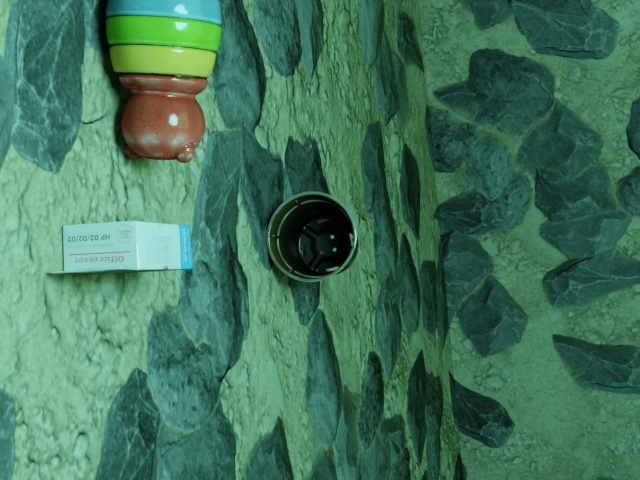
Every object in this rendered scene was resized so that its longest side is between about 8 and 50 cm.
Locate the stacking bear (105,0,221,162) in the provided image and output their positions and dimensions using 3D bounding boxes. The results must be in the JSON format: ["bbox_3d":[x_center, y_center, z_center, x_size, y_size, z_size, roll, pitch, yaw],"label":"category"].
[{"bbox_3d":[-0.208,-0.250,1.340,0.164,0.176,0.288,-18,112,-73],"label":"stacking bear"}]

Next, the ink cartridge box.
[{"bbox_3d":[-0.246,0.009,1.242,0.181,0.104,0.061,3,83,-71],"label":"ink cartridge box"}]

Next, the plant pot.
[{"bbox_3d":[0.000,0.000,1.897,0.165,0.167,0.166,23,65,-77],"label":"plant pot"}]
